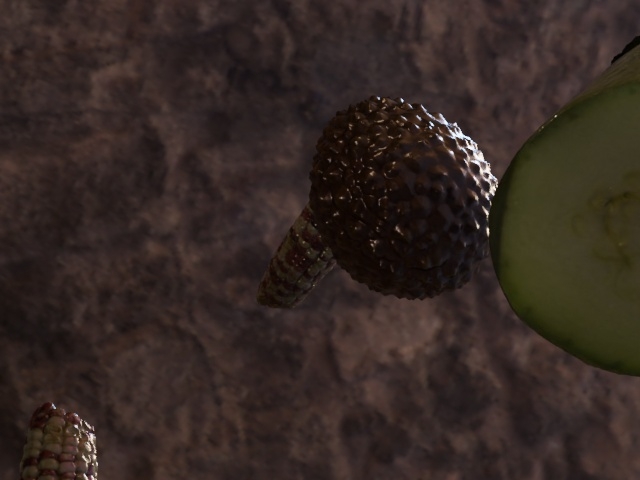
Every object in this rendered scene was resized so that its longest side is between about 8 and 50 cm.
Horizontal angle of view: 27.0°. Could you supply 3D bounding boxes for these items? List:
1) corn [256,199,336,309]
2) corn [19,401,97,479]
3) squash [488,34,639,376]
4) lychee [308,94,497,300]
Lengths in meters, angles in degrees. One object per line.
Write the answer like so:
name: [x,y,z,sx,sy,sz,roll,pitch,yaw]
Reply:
corn: [0.000,0.000,1.587,0.079,0.079,0.237,-8,-38,-48]
corn: [-0.250,0.293,1.262,0.092,0.092,0.280,35,-130,-52]
squash: [0.222,-0.012,0.751,0.133,0.220,0.220,-35,-46,-52]
lychee: [0.085,-0.037,1.327,0.238,0.200,0.200,39,-103,-44]
